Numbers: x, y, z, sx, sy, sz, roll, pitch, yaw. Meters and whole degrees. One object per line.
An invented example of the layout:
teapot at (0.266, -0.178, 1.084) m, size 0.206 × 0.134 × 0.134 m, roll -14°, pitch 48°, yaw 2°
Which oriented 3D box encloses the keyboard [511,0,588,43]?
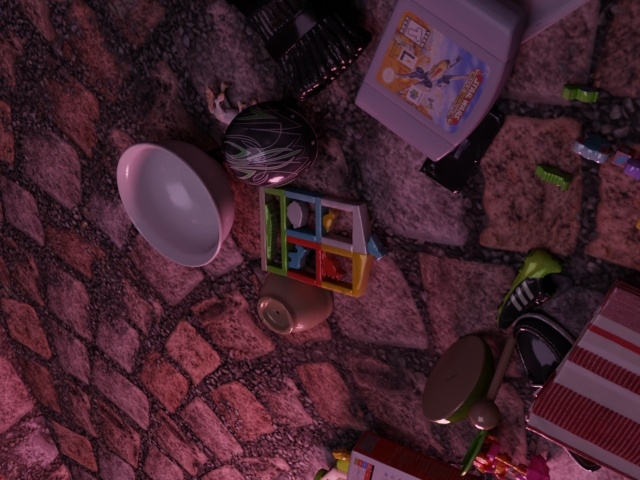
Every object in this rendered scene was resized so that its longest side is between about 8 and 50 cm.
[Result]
keyboard at (0.325, -0.345, 1.115) m, size 0.256 × 0.014 × 0.072 m, roll -28°, pitch 94°, yaw 48°

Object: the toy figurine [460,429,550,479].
toy figurine at (0.375, 0.451, 1.606) m, size 0.159 × 0.130 × 0.173 m, roll 27°, pitch 157°, yaw 11°

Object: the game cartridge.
game cartridge at (0.179, -0.261, 1.221) m, size 0.198 × 0.062 × 0.297 m, roll 41°, pitch 142°, yaw 13°

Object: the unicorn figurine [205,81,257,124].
unicorn figurine at (-0.166, -0.239, 1.594) m, size 0.162 × 0.060 × 0.111 m, roll 47°, pitch 142°, yaw 28°

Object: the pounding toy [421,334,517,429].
pounding toy at (0.298, 0.278, 1.488) m, size 0.110 × 0.183 × 0.237 m, roll 33°, pitch 162°, yaw -13°

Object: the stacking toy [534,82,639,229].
stacking toy at (0.428, -0.117, 1.163) m, size 0.221 × 0.052 × 0.167 m, roll 28°, pitch 134°, yaw 24°

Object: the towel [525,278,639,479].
towel at (0.505, 0.237, 1.299) m, size 0.237 × 0.037 × 0.329 m, roll 27°, pitch 123°, yaw 7°

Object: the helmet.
helmet at (-0.094, -0.175, 1.487) m, size 0.161 × 0.169 × 0.169 m, roll -115°, pitch 9°, yaw -63°

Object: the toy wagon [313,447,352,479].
toy wagon at (0.109, 0.638, 1.996) m, size 0.267 × 0.068 × 0.344 m, roll 8°, pitch 124°, yaw 37°

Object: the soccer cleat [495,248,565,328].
soccer cleat at (0.355, 0.095, 1.377) m, size 0.072 × 0.060 × 0.179 m, roll 31°, pitch 130°, yaw 17°

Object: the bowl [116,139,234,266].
bowl at (-0.287, -0.100, 1.737) m, size 0.298 × 0.134 × 0.298 m, roll 22°, pitch 132°, yaw 28°

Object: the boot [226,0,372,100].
boot at (-0.014, -0.405, 1.268) m, size 0.260 × 0.131 × 0.348 m, roll 53°, pitch 150°, yaw 6°

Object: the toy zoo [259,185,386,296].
toy zoo at (0.000, 0.000, 1.610) m, size 0.293 × 0.030 × 0.192 m, roll 15°, pitch 115°, yaw 33°

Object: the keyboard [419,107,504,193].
keyboard at (0.221, -0.165, 1.331) m, size 0.108 × 0.023 × 0.180 m, roll 34°, pitch 136°, yaw 8°

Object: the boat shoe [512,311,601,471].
boat shoe at (0.428, 0.267, 1.419) m, size 0.302 × 0.091 × 0.114 m, roll 53°, pitch 141°, yaw -3°

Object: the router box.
router box at (0.196, 0.635, 1.824) m, size 0.301 × 0.082 × 0.335 m, roll 19°, pitch 119°, yaw 19°

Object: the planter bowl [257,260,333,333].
planter bowl at (-0.068, 0.135, 1.741) m, size 0.162 × 0.109 × 0.162 m, roll 23°, pitch 133°, yaw 27°
